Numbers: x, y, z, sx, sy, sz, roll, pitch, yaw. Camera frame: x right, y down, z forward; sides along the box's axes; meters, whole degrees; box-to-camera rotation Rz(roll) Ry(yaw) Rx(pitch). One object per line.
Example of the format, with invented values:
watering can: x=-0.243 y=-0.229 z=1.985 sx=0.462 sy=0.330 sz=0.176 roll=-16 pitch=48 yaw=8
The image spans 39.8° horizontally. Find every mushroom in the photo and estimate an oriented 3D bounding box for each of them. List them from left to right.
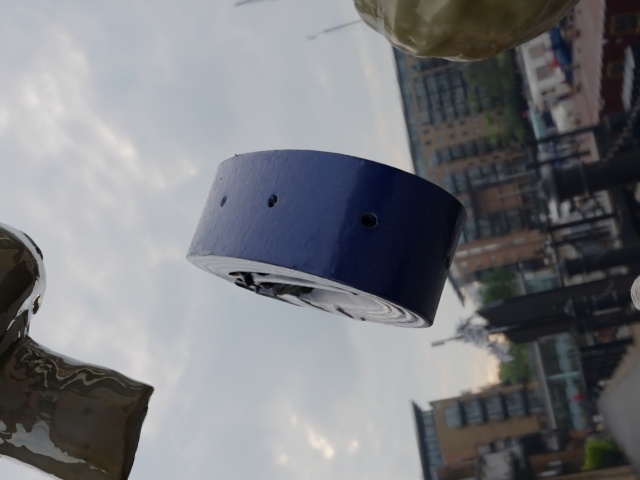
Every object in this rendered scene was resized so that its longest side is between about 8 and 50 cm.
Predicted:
mushroom: x=-0.302 y=0.137 z=0.784 sx=0.290 sy=0.292 sz=0.292 roll=27 pitch=-148 yaw=-11

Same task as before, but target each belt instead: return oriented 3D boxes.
belt: x=0.000 y=0.000 z=0.862 sx=0.212 sy=0.347 sz=0.117 roll=21 pitch=-100 yaw=-25

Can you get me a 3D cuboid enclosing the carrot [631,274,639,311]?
carrot: x=0.387 y=0.036 z=0.913 sx=0.248 sy=0.059 sz=0.059 roll=108 pitch=153 yaw=-74

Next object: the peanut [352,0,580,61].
peanut: x=0.107 y=-0.221 z=0.475 sx=0.153 sy=0.140 sz=0.325 roll=86 pitch=-155 yaw=-50
